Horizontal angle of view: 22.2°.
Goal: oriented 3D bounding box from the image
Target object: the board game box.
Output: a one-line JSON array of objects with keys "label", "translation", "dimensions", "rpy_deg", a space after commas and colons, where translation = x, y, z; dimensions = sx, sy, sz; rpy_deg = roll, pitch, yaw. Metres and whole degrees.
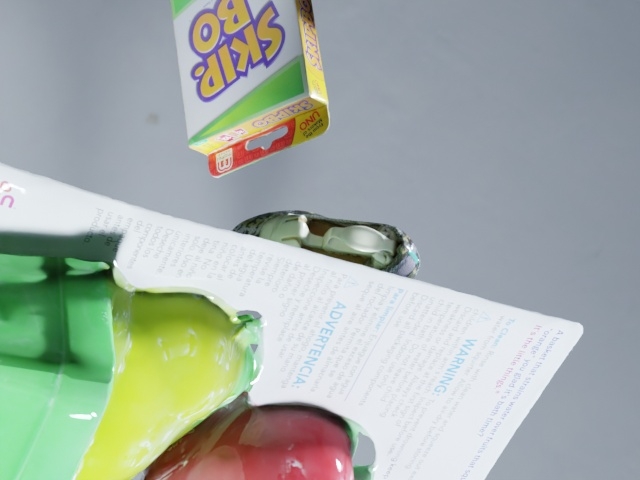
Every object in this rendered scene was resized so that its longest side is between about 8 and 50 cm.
[{"label": "board game box", "translation": [-0.066, -0.189, 1.354], "dimensions": [0.039, 0.124, 0.259], "rpy_deg": [17, 58, -55]}]

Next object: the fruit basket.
[{"label": "fruit basket", "translation": [-0.091, 0.117, 0.843], "dimensions": [0.353, 0.327, 0.165], "rpy_deg": [11, 32, -26]}]

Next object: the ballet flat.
[{"label": "ballet flat", "translation": [0.000, 0.000, 0.935], "dimensions": [0.114, 0.041, 0.041], "rpy_deg": [8, 59, 11]}]
